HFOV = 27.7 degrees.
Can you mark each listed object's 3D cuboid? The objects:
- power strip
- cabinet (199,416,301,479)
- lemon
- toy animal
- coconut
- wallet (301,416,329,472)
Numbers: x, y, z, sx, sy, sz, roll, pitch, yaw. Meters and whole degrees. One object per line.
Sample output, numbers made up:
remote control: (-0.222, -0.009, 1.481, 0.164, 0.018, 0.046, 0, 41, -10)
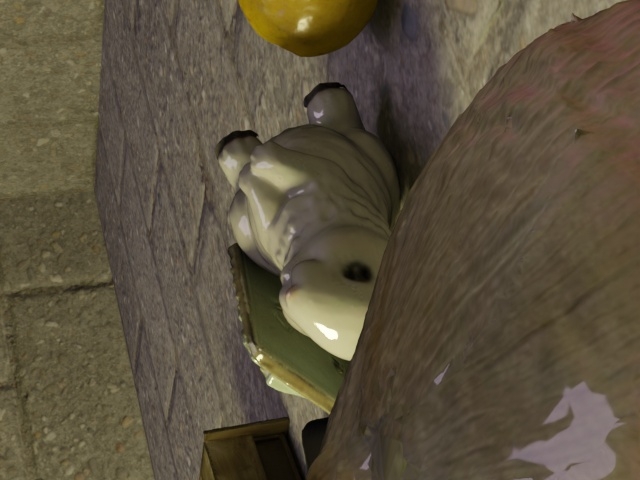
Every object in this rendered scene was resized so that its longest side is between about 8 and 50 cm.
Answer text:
power strip: (-0.034, 0.123, 1.427, 0.064, 0.213, 0.198, -41, 31, 18)
cabinet: (-0.106, 0.416, 2.007, 0.174, 0.148, 0.215, -114, 25, -45)
lemon: (-0.015, -0.303, 1.395, 0.170, 0.170, 0.207, -150, 58, -69)
toy animal: (0.017, 0.005, 1.353, 0.258, 0.194, 0.357, 45, -166, -38)
coconut: (0.172, 0.082, 0.592, 0.404, 0.405, 0.404, 173, 90, -73)
wallet: (0.061, 0.316, 1.575, 0.406, 0.062, 0.228, 142, 119, -72)
